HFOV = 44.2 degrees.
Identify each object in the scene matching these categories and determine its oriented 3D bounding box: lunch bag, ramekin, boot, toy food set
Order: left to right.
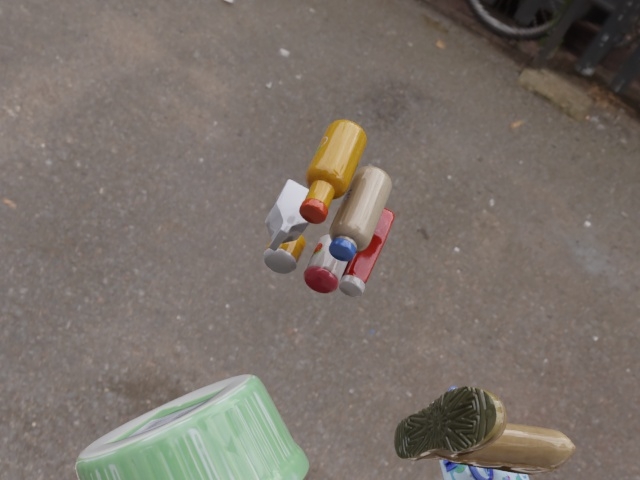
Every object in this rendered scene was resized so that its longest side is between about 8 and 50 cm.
[{"bbox_3d":[-0.181,0.304,1.081,0.303,0.303,0.148,-24,90,-47],"label":"ramekin"},{"bbox_3d":[0.000,0.000,0.775,0.111,0.232,0.105,30,54,-7],"label":"toy food set"},{"bbox_3d":[0.286,0.384,1.440,0.176,0.090,0.219,32,29,-27],"label":"lunch bag"},{"bbox_3d":[0.281,0.295,1.195,0.269,0.236,0.089,15,64,-26],"label":"boot"}]
